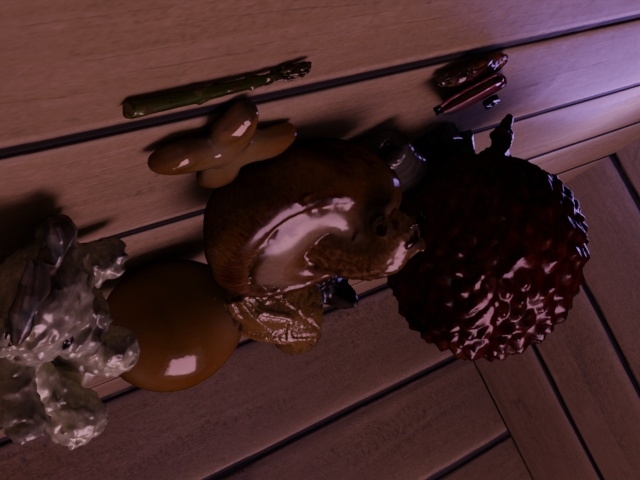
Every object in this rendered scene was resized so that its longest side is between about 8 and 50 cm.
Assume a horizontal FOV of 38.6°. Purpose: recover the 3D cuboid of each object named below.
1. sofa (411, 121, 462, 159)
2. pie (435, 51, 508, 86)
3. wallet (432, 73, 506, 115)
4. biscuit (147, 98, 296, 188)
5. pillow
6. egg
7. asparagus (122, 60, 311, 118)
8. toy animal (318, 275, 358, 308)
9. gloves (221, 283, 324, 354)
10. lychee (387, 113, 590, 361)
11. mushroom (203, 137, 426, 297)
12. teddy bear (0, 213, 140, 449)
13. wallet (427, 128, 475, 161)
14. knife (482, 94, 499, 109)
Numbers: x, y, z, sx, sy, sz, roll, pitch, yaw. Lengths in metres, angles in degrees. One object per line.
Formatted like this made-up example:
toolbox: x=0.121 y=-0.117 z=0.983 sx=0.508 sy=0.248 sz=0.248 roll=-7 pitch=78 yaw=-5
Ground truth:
sofa: x=0.217 y=-0.190 z=1.814 sx=0.118 sy=0.039 sz=0.060 roll=-30 pitch=169 yaw=27
pie: x=0.251 y=-0.271 z=1.454 sx=0.170 sy=0.034 sz=0.092 roll=-21 pitch=174 yaw=-46
wallet: x=0.256 y=-0.244 z=1.530 sx=0.119 sy=0.025 sz=0.232 roll=-26 pitch=-178 yaw=15
biscuit: x=-0.127 y=-0.122 z=1.234 sx=0.164 sy=0.047 sz=0.208 roll=-26 pitch=171 yaw=11
pillow: x=0.034 y=-0.094 z=1.684 sx=0.326 sy=0.101 sz=0.228 roll=-29 pitch=169 yaw=11
egg: x=-0.281 y=0.159 z=1.774 sx=0.250 sy=0.250 sz=0.322 roll=-32 pitch=178 yaw=33
asparagus: x=-0.112 y=-0.175 z=1.050 sx=0.249 sy=0.025 sz=0.024 roll=-20 pitch=127 yaw=-32
toy animal: x=-0.027 y=0.126 z=2.470 sx=0.303 sy=0.194 sz=0.344 roll=-25 pitch=179 yaw=32
gloves: x=-0.075 y=0.110 z=1.787 sx=0.155 sy=0.203 sz=0.356 roll=-14 pitch=155 yaw=14
lychee: x=0.328 y=-0.005 z=1.834 sx=0.425 sy=0.499 sz=0.424 roll=5 pitch=179 yaw=0
mushroom: x=-0.020 y=-0.014 z=1.439 sx=0.346 sy=0.259 sz=0.345 roll=-24 pitch=153 yaw=-13
teddy bear: x=-0.346 y=0.136 z=1.308 sx=0.362 sy=0.375 sz=0.327 roll=-11 pitch=-134 yaw=43
wallet: x=0.219 y=-0.160 z=1.962 sx=0.236 sy=0.055 sz=0.160 roll=-25 pitch=164 yaw=3
knife: x=0.295 y=-0.242 z=1.596 sx=0.031 sy=0.018 sz=0.121 roll=-30 pitch=179 yaw=18
